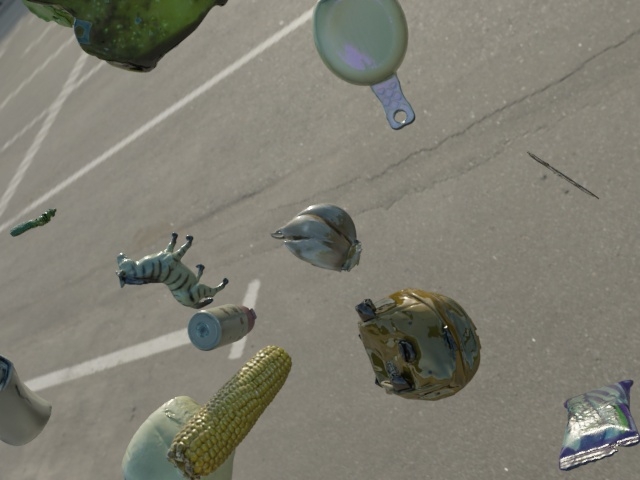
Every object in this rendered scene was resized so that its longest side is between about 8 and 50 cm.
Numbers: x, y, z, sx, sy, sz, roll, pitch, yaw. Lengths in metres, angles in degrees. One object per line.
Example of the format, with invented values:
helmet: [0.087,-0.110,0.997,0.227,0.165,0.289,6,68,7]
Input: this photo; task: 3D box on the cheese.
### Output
cheese: [0.078,-0.270,0.950,0.137,0.227,0.064,-26,15,11]

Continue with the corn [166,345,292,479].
corn: [-0.166,0.331,1.250,0.106,0.106,0.305,-1,36,49]

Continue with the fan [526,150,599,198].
fan: [0.462,-0.125,1.228,0.008,0.152,0.227,-57,-13,15]

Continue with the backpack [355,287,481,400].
backpack: [0.274,0.297,1.850,0.201,0.353,0.378,-20,-8,-40]

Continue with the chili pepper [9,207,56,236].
chili pepper: [-0.481,-0.030,1.075,0.083,0.022,0.027,-28,1,-10]

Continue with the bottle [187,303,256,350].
bottle: [-0.263,0.234,1.780,0.110,0.233,0.109,1,92,21]

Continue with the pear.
pear: [-0.243,-0.295,0.587,0.164,0.238,0.255,-51,49,-3]

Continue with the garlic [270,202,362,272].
garlic: [0.000,0.000,1.984,0.237,0.292,0.210,-54,-12,-37]

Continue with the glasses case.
glasses case: [-0.464,0.214,0.895,0.083,0.128,0.308,-57,-4,-27]

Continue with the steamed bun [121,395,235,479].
steamed bun: [-0.417,0.628,1.847,0.290,0.272,0.273,25,114,27]

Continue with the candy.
candy: [0.509,0.328,1.174,0.145,0.070,0.275,-34,-3,26]

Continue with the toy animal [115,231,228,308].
toy animal: [-0.310,0.075,1.339,0.073,0.217,0.176,-13,35,45]
